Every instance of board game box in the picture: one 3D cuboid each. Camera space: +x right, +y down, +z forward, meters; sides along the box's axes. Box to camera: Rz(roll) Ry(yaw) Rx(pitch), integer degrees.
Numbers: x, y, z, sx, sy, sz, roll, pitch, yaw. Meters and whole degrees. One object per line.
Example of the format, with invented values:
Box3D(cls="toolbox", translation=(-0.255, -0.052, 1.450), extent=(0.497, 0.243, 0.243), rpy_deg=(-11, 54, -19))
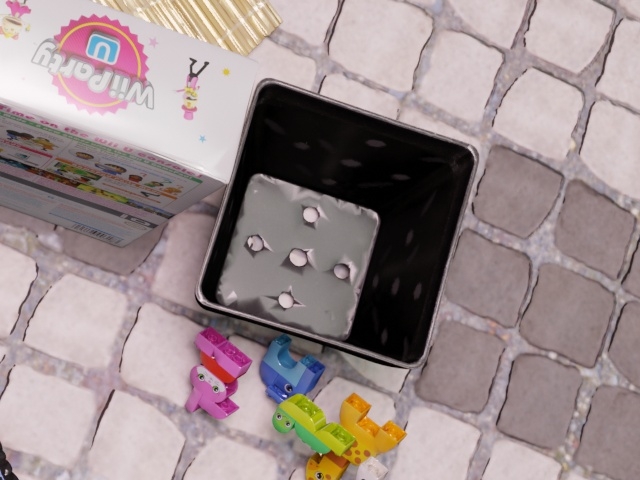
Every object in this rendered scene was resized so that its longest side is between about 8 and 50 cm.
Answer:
Box3D(cls="board game box", translation=(-0.202, -0.093, 1.415), extent=(0.224, 0.303, 0.097), rpy_deg=(19, 77, -17))

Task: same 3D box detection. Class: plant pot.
Box3D(cls="plant pot", translation=(0.000, 0.000, 1.543), extent=(0.188, 0.167, 0.187), rpy_deg=(18, 77, -8))

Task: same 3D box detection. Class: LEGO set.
Box3D(cls="LEGO set", translation=(-0.011, 0.166, 1.566), extent=(0.227, 0.093, 0.087), rpy_deg=(38, 32, 16))

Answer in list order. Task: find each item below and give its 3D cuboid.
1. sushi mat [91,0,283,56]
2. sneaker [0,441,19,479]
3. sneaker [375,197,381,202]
Box3D(cls="sushi mat", translation=(-0.176, -0.266, 1.600), extent=(0.151, 0.019, 0.316), rpy_deg=(-38, 97, -22))
Box3D(cls="sneaker", translation=(-0.272, 0.176, 1.472), extent=(0.232, 0.081, 0.090), rpy_deg=(40, 76, -11))
Box3D(cls="sneaker", translation=(0.020, -0.070, 1.635), extent=(0.109, 0.040, 0.044), rpy_deg=(31, 75, -13))
